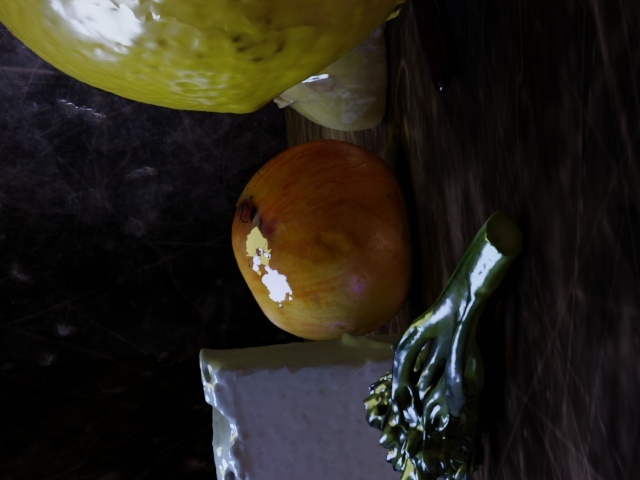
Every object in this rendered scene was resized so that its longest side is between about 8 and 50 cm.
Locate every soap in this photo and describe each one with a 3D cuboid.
[{"bbox_3d":[-0.002,0.145,0.958,0.302,0.159,0.258,-113,14,-72],"label":"soap"}]

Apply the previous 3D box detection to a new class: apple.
[{"bbox_3d":[0.000,0.000,0.934,0.146,0.146,0.146,174,90,-87],"label":"apple"}]

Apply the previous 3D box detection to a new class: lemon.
[{"bbox_3d":[-0.063,-0.188,0.634,0.284,0.260,0.260,-17,78,57],"label":"lemon"}]

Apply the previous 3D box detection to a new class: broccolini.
[{"bbox_3d":[0.055,0.048,0.628,0.203,0.068,0.091,89,-167,-51],"label":"broccolini"}]

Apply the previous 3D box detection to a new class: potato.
[{"bbox_3d":[-0.011,-0.189,0.955,0.100,0.120,0.261,-120,23,-67],"label":"potato"}]

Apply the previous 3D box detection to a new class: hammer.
[{"bbox_3d":[0.054,-0.140,0.716,0.065,0.021,0.178,87,173,-51],"label":"hammer"}]
